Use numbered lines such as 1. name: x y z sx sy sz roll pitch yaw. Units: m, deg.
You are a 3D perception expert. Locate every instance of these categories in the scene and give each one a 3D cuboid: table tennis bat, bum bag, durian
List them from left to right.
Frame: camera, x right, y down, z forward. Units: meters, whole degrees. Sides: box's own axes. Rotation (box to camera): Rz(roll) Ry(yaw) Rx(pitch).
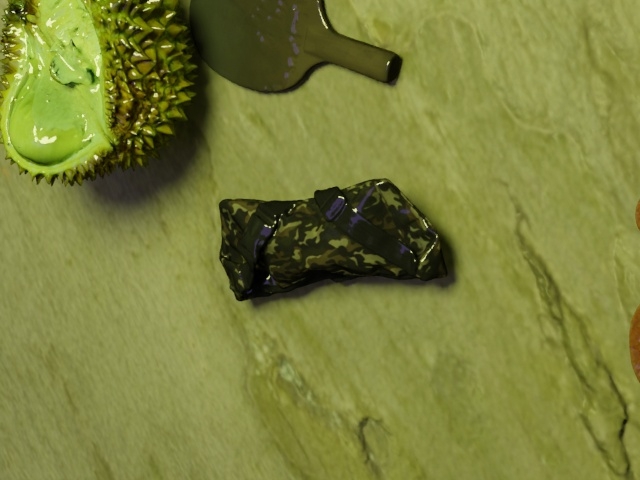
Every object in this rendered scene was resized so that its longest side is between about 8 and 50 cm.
1. durian: -0.218 -0.177 1.357 0.200 0.176 0.237 3 107 21
2. table tennis bat: -0.029 -0.195 1.332 0.234 0.022 0.131 25 111 27
3. bum bag: 0.000 -0.001 1.325 0.248 0.069 0.102 -8 96 30

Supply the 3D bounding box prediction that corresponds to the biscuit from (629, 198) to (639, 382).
1. biscuit: 0.352 0.003 1.125 0.205 0.049 0.324 33 115 22
